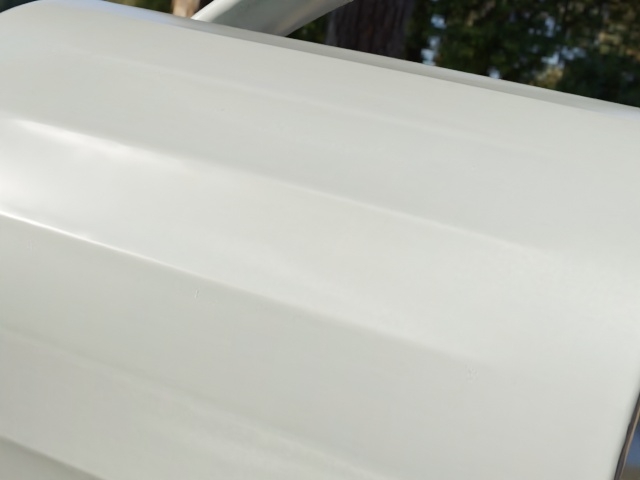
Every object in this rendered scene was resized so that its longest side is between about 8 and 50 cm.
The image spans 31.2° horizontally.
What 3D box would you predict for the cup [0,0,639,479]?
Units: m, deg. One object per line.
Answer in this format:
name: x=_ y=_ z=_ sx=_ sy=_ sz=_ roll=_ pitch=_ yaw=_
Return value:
cup: x=0.000 y=0.000 z=0.467 sx=0.327 sy=0.322 sz=0.237 roll=16 pitch=-9 yaw=28
